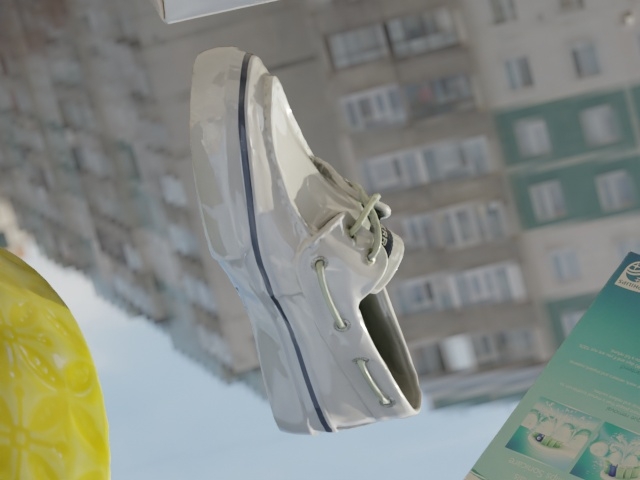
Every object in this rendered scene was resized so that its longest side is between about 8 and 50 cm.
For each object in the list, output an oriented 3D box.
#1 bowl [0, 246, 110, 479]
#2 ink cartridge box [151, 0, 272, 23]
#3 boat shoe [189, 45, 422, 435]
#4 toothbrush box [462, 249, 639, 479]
[{"bbox_3d":[-0.244,0.104,0.793,0.289,0.289,0.156,-8,154,31],"label":"bowl"},{"bbox_3d":[-0.001,-0.111,0.571,0.122,0.052,0.088,-12,-152,-11],"label":"ink cartridge box"},{"bbox_3d":[0.000,0.000,0.890,0.076,0.226,0.083,-4,-132,11],"label":"boat shoe"},{"bbox_3d":[0.203,0.192,1.340,0.126,0.216,0.295,19,-123,32],"label":"toothbrush box"}]
